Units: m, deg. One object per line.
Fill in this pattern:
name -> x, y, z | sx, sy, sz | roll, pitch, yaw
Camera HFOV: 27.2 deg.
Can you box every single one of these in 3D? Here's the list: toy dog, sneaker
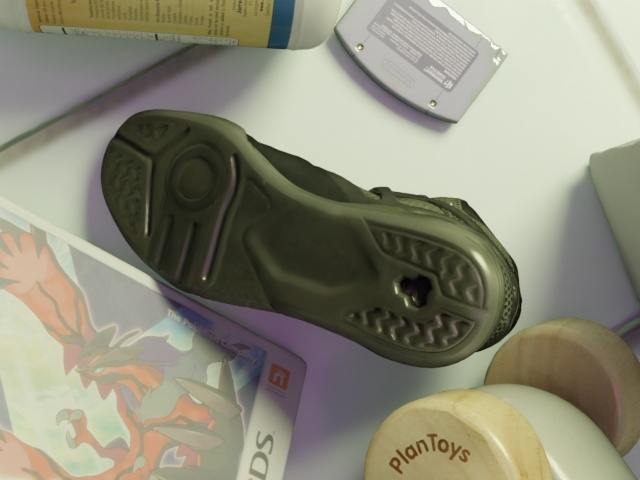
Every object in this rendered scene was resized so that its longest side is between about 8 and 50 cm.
toy dog -> 0.113, 0.204, 0.633 | 0.220, 0.161, 0.333 | 11, 53, -41
sneaker -> 0.000, 0.000, 0.673 | 0.227, 0.130, 0.087 | 20, 93, 23

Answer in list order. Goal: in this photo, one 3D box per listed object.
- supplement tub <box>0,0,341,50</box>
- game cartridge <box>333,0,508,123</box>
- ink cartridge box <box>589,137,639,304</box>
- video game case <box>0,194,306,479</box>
supplement tub -> -0.089, -0.167, 0.627 | 0.200, 0.144, 0.144 | 4, 90, -5
game cartridge -> 0.051, -0.102, 0.705 | 0.083, 0.017, 0.056 | 38, 83, -4
ink cartridge box -> 0.313, -0.037, 0.622 | 0.306, 0.226, 0.131 | -20, 90, -4
video game case -> -0.104, 0.093, 0.607 | 0.201, 0.023, 0.183 | 30, 52, -25
